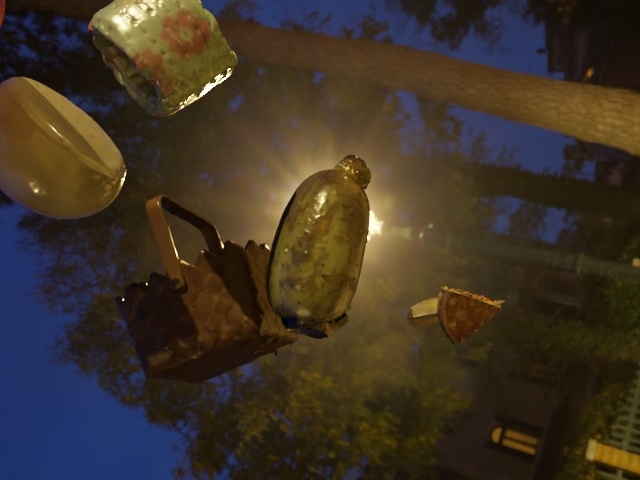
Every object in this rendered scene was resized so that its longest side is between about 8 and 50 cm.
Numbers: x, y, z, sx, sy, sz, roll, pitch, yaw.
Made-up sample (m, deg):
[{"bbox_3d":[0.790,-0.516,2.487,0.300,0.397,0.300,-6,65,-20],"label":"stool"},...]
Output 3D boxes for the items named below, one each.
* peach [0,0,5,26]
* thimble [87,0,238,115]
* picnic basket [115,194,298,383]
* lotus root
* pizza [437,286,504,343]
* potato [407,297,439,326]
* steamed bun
[{"bbox_3d":[-0.574,-0.348,0.859,0.332,0.307,0.308,43,-124,-17],"label":"peach"},{"bbox_3d":[-0.234,-0.286,1.001,0.149,0.211,0.185,-40,-32,-15],"label":"thimble"},{"bbox_3d":[-0.221,0.086,1.242,0.321,0.291,0.254,70,-168,17],"label":"picnic basket"},{"bbox_3d":[0.000,0.000,1.084,0.173,0.173,0.310,38,-116,-59],"label":"lotus root"},{"bbox_3d":[0.214,0.115,1.009,0.029,0.100,0.099,-85,10,-59],"label":"pizza"},{"bbox_3d":[0.192,0.125,1.171,0.037,0.093,0.036,88,170,-54],"label":"potato"},{"bbox_3d":[-0.504,-0.150,1.210,0.177,0.283,0.283,-45,-29,8],"label":"steamed bun"}]
